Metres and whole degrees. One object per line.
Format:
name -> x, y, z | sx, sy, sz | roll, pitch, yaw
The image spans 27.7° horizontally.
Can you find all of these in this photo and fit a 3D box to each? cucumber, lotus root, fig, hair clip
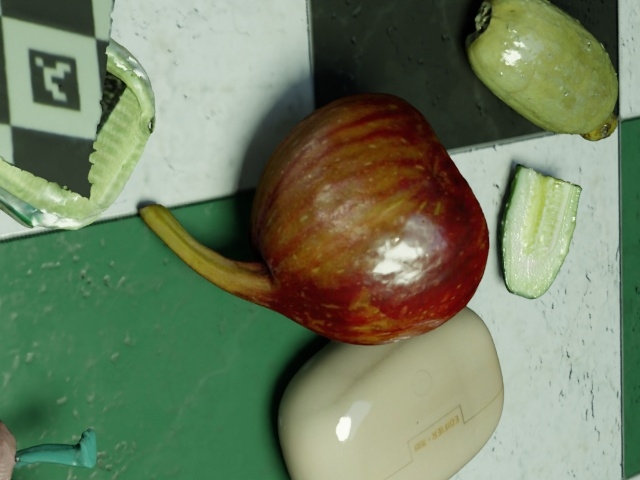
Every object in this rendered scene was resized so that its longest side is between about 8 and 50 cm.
cucumber -> 0.178, -0.005, 1.105 | 0.067, 0.035, 0.108 | 15, 89, -22
lotus root -> 0.192, -0.138, 1.066 | 0.183, 0.077, 0.090 | 33, 77, -36
fig -> 0.007, 0.004, 0.901 | 0.207, 0.175, 0.175 | -31, 116, -15
hair clip -> -0.238, -0.131, 0.704 | 0.321, 0.091, 0.138 | 45, 49, -27

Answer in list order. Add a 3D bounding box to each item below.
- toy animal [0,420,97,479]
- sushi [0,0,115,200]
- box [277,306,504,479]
toy animal -> -0.230, 0.132, 0.756 | 0.208, 0.100, 0.103 | 15, 127, -28
sushi -> -0.212, -0.231, 0.650 | 0.339, 0.068, 0.320 | 26, 56, -38
box -> 0.057, 0.128, 0.995 | 0.200, 0.088, 0.146 | -30, 116, -31
